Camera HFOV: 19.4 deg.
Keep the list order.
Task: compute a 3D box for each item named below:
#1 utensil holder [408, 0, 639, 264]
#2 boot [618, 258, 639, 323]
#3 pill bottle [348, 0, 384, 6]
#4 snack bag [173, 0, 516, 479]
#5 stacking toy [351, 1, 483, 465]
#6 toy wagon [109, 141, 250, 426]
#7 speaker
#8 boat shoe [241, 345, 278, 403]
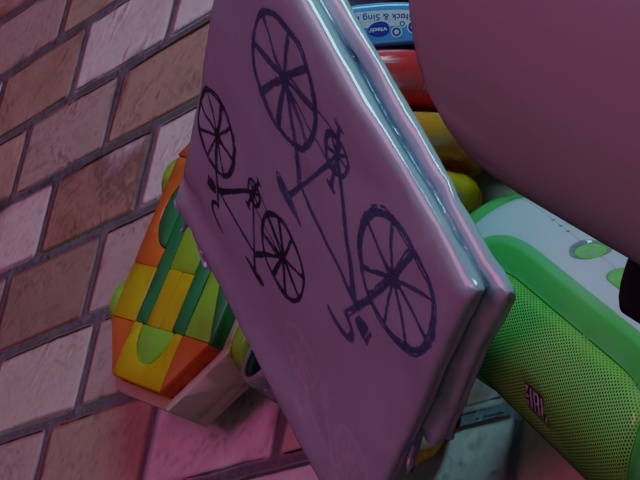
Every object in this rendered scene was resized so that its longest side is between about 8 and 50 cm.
[{"bbox_3d":[0.266,-0.087,0.688,0.385,0.327,0.327,33,97,43],"label":"utensil holder"},{"bbox_3d":[0.293,0.022,0.900,0.207,0.246,0.094,34,137,31],"label":"boot"},{"bbox_3d":[0.084,-0.314,1.400,0.334,0.188,0.188,-42,36,34],"label":"pill bottle"},{"bbox_3d":[0.000,0.000,1.190,0.323,0.037,0.342,61,154,27],"label":"snack bag"},{"bbox_3d":[0.047,0.003,1.277,0.166,0.175,0.302,81,-176,-76],"label":"stacking toy"},{"bbox_3d":[-0.066,-0.022,1.537,0.267,0.068,0.344,10,77,61],"label":"toy wagon"},{"bbox_3d":[0.171,0.074,1.035,0.131,0.131,0.296,-60,30,9],"label":"speaker"},{"bbox_3d":[0.008,0.015,1.381,0.079,0.081,0.227,15,81,60],"label":"boat shoe"}]
